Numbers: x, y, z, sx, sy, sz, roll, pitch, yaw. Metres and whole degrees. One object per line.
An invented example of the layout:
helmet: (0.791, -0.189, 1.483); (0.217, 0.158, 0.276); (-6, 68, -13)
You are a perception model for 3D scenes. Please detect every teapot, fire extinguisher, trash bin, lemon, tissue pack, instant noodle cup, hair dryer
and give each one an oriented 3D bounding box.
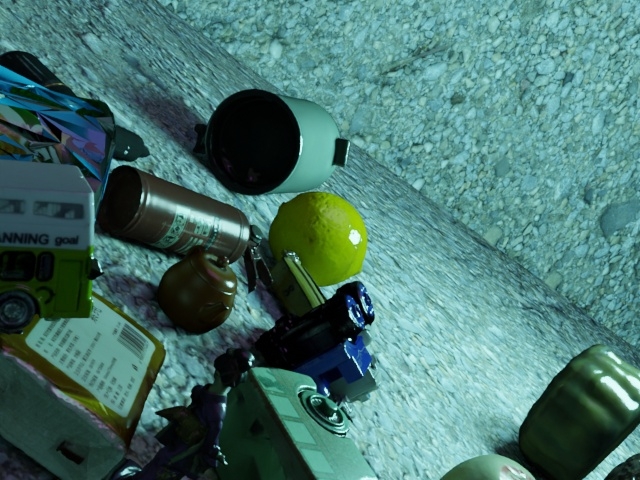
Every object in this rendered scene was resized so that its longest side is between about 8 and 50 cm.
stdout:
teapot: (-0.166, 0.062, 1.349); (0.116, 0.116, 0.173); (30, 18, -34)
fire extinguisher: (-0.193, -0.004, 1.507); (0.337, 0.106, 0.147); (22, 49, -49)
trash bin: (-0.096, -0.208, 2.061); (0.277, 0.217, 0.262); (9, 7, 17)
lemon: (0.000, 0.000, 1.795); (0.203, 0.178, 0.178); (39, 15, -11)
tissue pack: (-0.260, 0.128, 0.974); (0.183, 0.092, 0.226); (37, 17, -11)
instant noodle cup: (-0.370, -0.089, 1.109); (0.178, 0.240, 0.240); (20, 24, -35)
hair dryer: (-0.392, -0.190, 1.586); (0.189, 0.107, 0.352); (44, 8, 19)

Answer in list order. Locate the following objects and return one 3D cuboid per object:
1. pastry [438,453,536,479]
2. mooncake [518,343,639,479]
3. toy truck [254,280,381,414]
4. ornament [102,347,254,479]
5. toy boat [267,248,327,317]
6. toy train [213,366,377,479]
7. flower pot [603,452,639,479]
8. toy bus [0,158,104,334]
pastry: (0.274, 0.420, 1.358); (0.265, 0.133, 0.265); (41, 13, -11)
mooncake: (0.512, 0.341, 1.858); (0.161, 0.290, 0.290); (43, 15, 24)
toy truck: (0.021, 0.176, 1.442); (0.177, 0.161, 0.213); (60, 15, -1)
ornament: (-0.126, 0.185, 0.943); (0.088, 0.203, 0.081); (36, 8, -8)
toy boat: (-0.025, 0.104, 1.646); (0.088, 0.068, 0.226); (32, 16, -47)
toy train: (-0.011, 0.282, 1.068); (0.159, 0.129, 0.326); (19, 25, -45)
flower pot: (0.555, 0.505, 1.580); (0.266, 0.266, 0.267); (46, 27, 22)
toy bus: (-0.353, 0.001, 0.848); (0.301, 0.139, 0.113); (2, 20, -27)
